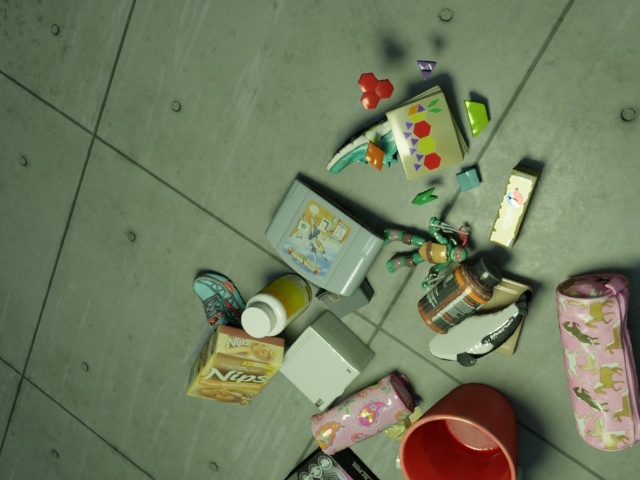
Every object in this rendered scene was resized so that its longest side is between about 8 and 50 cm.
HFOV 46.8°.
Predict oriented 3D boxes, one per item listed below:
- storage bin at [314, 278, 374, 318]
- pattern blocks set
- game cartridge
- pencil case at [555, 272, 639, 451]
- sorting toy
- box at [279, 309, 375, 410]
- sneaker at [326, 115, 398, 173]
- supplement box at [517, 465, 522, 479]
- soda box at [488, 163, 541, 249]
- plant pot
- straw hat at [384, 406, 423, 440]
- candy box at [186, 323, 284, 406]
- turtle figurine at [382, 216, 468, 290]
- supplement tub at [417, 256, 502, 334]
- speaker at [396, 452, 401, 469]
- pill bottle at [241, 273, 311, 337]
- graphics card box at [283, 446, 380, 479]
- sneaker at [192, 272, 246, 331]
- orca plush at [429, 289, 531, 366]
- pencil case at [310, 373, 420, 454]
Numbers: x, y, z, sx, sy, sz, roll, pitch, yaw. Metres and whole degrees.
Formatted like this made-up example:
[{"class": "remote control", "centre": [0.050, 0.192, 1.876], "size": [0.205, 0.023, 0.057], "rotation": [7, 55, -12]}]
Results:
[{"class": "storage bin", "centre": [0.067, 0.140, 1.915], "size": [0.135, 0.098, 0.091], "rotation": [-32, 102, 31]}, {"class": "pattern blocks set", "centre": [0.235, -0.242, 1.669], "size": [0.285, 0.026, 0.325], "rotation": [-12, 110, 2]}, {"class": "game cartridge", "centre": [0.000, 0.000, 1.862], "size": [0.297, 0.062, 0.198], "rotation": [36, 100, 25]}, {"class": "pencil case", "centre": [0.626, 0.263, 1.641], "size": [0.167, 0.160, 0.386], "rotation": [-10, 102, 20]}, {"class": "sorting toy", "centre": [0.396, 0.165, 1.794], "size": [0.193, 0.038, 0.208], "rotation": [19, 119, 20]}, {"class": "box", "centre": [0.013, 0.321, 1.983], "size": [0.182, 0.119, 0.181], "rotation": [43, 120, 7]}, {"class": "sneaker", "centre": [0.132, -0.217, 1.753], "size": [0.275, 0.107, 0.110], "rotation": [-25, 104, 30]}, {"class": "supplement box", "centre": [0.429, 0.659, 1.838], "size": [0.111, 0.220, 0.114], "rotation": [1, 110, 27]}, {"class": "soda box", "centre": [0.438, -0.077, 1.670], "size": [0.058, 0.061, 0.181], "rotation": [23, 116, 18]}, {"class": "plant pot", "centre": [0.359, 0.489, 1.799], "size": [0.274, 0.243, 0.275], "rotation": [8, 109, 24]}, {"class": "straw hat", "centre": [0.205, 0.496, 1.983], "size": [0.144, 0.061, 0.145], "rotation": [9, 110, 24]}, {"class": "candy box", "centre": [-0.239, 0.349, 2.031], "size": [0.182, 0.088, 0.316], "rotation": [15, 144, -17]}, {"class": "turtle figurine", "centre": [0.263, 0.029, 1.763], "size": [0.234, 0.118, 0.175], "rotation": [4, 95, 41]}, {"class": "supplement tub", "centre": [0.326, 0.125, 1.719], "size": [0.106, 0.106, 0.198], "rotation": [48, 118, 4]}, {"class": "speaker", "centre": [0.274, 0.605, 1.991], "size": [0.136, 0.055, 0.055], "rotation": [9, 111, 24]}, {"class": "pill bottle", "centre": [-0.118, 0.174, 1.940], "size": [0.117, 0.215, 0.117], "rotation": [8, 110, 23]}, {"class": "graphics card box", "centre": [0.086, 0.760, 2.115], "size": [0.371, 0.094, 0.233], "rotation": [46, 121, 6]}, {"class": "sneaker", "centre": [-0.272, 0.201, 2.077], "size": [0.262, 0.125, 0.104], "rotation": [46, 120, 5]}, {"class": "orca plush", "centre": [0.397, 0.214, 1.760], "size": [0.287, 0.102, 0.151], "rotation": [-46, 42, 26]}, {"class": "pencil case", "centre": [0.112, 0.458, 1.954], "size": [0.284, 0.124, 0.124], "rotation": [-33, 91, 18]}]
